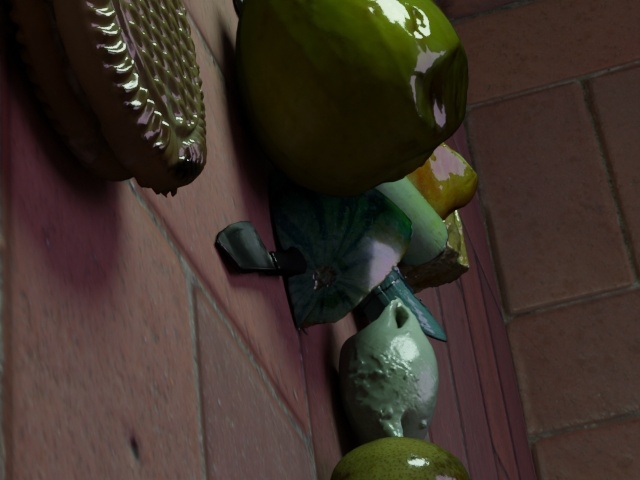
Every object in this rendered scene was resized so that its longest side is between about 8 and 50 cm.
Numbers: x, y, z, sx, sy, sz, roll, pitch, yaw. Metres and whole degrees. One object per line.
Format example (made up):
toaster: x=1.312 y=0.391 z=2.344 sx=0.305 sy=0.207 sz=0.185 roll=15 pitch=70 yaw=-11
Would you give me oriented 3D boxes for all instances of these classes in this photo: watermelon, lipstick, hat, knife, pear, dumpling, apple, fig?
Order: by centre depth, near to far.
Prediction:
knife: x=-0.061 y=0.008 z=1.507 sx=0.060 sy=0.028 sz=0.230 roll=64 pitch=12 yaw=8
pear: x=0.086 y=0.273 z=1.569 sx=0.167 sy=0.136 sz=0.167 roll=33 pitch=50 yaw=-52
fig: x=0.019 y=-0.181 z=1.643 sx=0.271 sy=0.239 sz=0.239 roll=52 pitch=10 yaw=3
watermelon: x=0.005 y=-0.020 z=1.702 sx=0.146 sy=0.128 sz=0.231 roll=53 pitch=19 yaw=-15
dumpling: x=0.060 y=0.163 z=1.744 sx=0.108 sy=0.152 sz=0.219 roll=25 pitch=47 yaw=-19
lipstick: x=0.054 y=-0.073 z=1.899 sx=0.304 sy=0.076 sz=0.076 roll=45 pitch=29 yaw=-43
hat: x=0.077 y=0.065 z=2.002 sx=0.191 sy=0.078 sz=0.138 roll=57 pitch=2 yaw=13
apple: x=0.104 y=-0.088 z=2.096 sx=0.173 sy=0.160 sz=0.195 roll=56 pitch=-3 yaw=5

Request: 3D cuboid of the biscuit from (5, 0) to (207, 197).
biscuit: x=-0.147 y=-0.152 z=1.112 sx=0.259 sy=0.079 sz=0.259 roll=-15 pitch=90 yaw=-80

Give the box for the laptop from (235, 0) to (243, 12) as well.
laptop: x=-0.056 y=-0.251 z=1.901 sx=0.269 sy=0.015 sz=0.188 roll=63 pitch=16 yaw=-48

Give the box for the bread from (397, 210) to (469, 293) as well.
bread: x=0.120 y=-0.071 z=2.271 sx=0.152 sy=0.129 sz=0.268 roll=134 pitch=-50 yaw=-58
